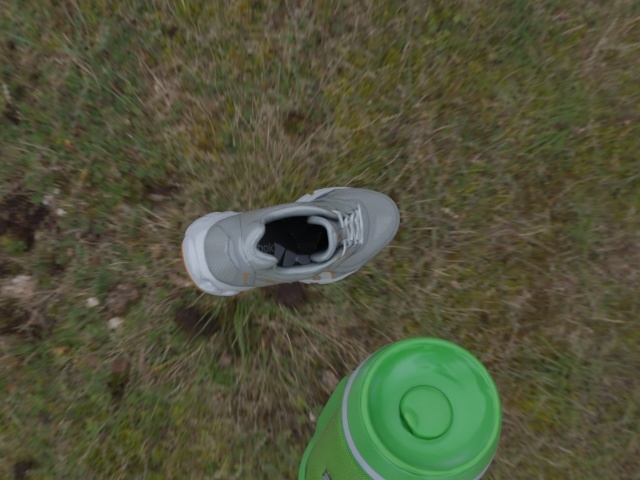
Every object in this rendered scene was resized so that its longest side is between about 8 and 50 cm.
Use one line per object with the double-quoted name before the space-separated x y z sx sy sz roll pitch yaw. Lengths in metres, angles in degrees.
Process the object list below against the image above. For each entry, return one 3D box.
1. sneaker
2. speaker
"sneaker" 0.000 0.000 1.244 0.262 0.121 0.099 -16 95 -41
"speaker" 0.058 0.178 1.056 0.131 0.296 0.131 4 66 -8
